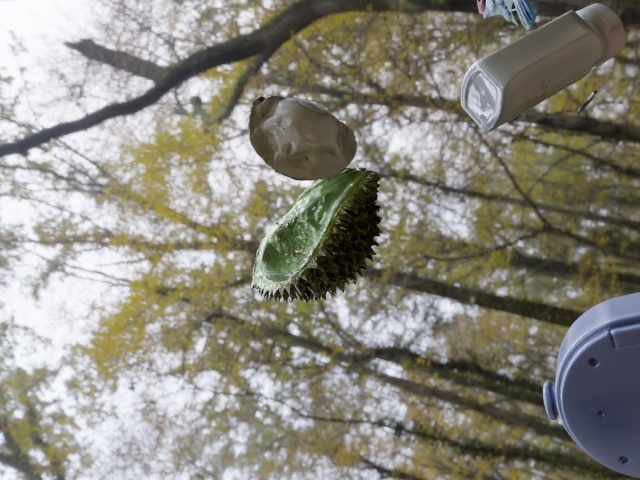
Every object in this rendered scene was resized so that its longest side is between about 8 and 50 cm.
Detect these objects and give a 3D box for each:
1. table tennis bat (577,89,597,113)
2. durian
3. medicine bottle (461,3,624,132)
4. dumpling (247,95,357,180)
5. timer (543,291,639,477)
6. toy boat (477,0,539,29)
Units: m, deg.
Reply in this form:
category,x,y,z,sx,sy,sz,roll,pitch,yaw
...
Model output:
category,x,y,z,sx,sy,sz,roll,pitch,yaw
table tennis bat,0.644,-0.335,1.925,0.050,0.007,0.083,-38,-14,-21
durian,0.008,0.002,1.747,0.163,0.198,0.394,16,-62,-46
medicine bottle,0.395,-0.314,1.416,0.296,0.111,0.161,-29,-20,-16
dumpling,-0.039,-0.208,1.668,0.142,0.247,0.173,162,123,-73
timer,0.640,0.290,1.605,0.173,0.395,0.395,-52,-36,-61
toy boat,0.335,-0.437,1.428,0.034,0.149,0.105,-25,-52,-17
